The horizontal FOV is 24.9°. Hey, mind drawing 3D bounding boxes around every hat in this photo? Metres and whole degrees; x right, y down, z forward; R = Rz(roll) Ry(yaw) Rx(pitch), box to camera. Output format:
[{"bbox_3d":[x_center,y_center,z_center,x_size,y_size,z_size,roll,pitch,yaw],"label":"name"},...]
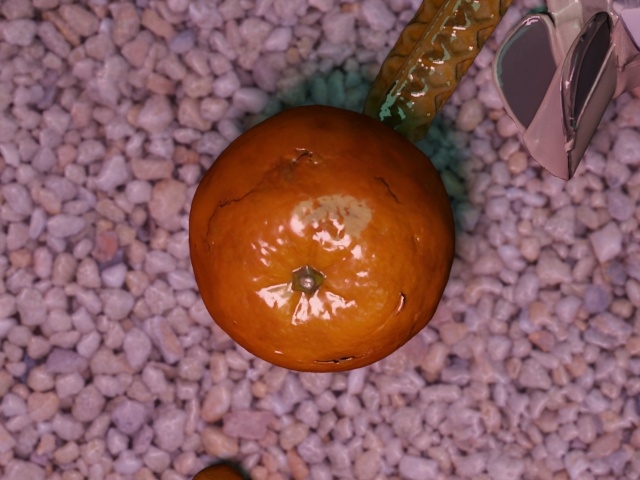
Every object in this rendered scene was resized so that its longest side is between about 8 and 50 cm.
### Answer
[{"bbox_3d":[0.288,-0.196,1.506,0.161,0.232,0.275,16,95,-9],"label":"hat"}]

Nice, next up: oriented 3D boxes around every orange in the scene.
[{"bbox_3d":[0.000,0.000,1.532,0.284,0.226,0.284,2,108,7],"label":"orange"},{"bbox_3d":[-0.116,0.295,1.645,0.085,0.085,0.085,0,94,7],"label":"orange"}]

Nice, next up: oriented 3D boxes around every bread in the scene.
[{"bbox_3d":[0.161,-0.259,1.577,0.077,0.084,0.367,28,99,-36],"label":"bread"}]

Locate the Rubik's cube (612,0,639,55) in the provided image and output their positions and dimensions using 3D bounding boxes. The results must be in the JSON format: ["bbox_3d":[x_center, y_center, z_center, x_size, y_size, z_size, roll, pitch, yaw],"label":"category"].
[{"bbox_3d":[0.477,-0.220,1.371,0.256,0.253,0.259,-53,123,-25],"label":"Rubik's cube"}]
